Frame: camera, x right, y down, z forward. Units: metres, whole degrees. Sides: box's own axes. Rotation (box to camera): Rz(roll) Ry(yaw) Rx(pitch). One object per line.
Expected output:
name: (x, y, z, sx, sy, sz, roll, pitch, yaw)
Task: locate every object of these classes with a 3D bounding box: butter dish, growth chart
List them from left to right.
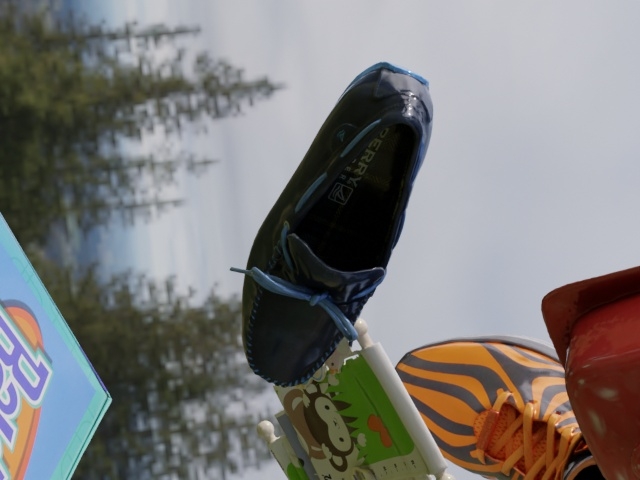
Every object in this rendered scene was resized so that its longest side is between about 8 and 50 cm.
growth chart: (0.022, 0.165, 1.154, 0.172, 0.021, 0.237, 55, -35, 10)
butter dish: (0.211, 0.101, 0.832, 0.160, 0.159, 0.118, 62, 36, -15)

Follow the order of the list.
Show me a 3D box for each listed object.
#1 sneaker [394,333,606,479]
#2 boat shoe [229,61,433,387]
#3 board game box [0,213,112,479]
sneaker: (0.180, 0.155, 1.078, 0.180, 0.321, 0.125, 2, 104, -66)
boat shoe: (0.000, 0.000, 0.985, 0.089, 0.109, 0.258, -92, -163, -62)
board game box: (-0.132, 0.004, 0.292, 0.210, 0.047, 0.160, 64, 22, -24)
